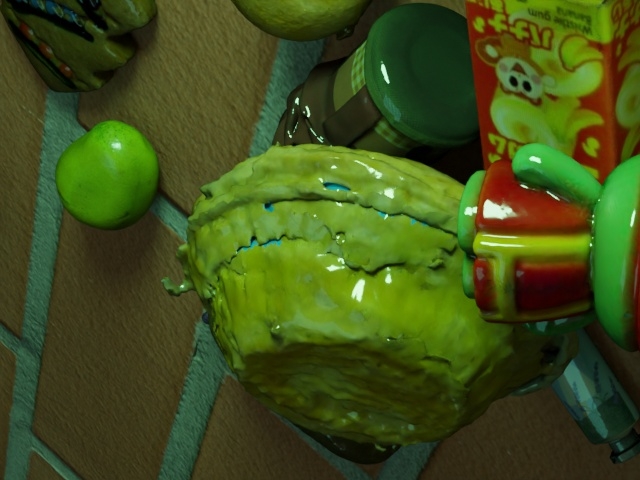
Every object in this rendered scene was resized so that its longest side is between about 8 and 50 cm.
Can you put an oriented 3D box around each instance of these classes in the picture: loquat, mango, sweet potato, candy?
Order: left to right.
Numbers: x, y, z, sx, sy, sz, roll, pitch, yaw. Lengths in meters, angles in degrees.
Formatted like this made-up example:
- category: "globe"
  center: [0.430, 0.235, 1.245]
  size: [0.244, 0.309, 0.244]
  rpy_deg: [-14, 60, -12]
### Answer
- category: "mango"
  center: [-0.241, -0.070, 2.083]
  size: [0.117, 0.089, 0.163]
  rpy_deg: [53, 148, -7]
- category: "sweet potato"
  center: [-0.029, 0.163, 2.056]
  size: [0.273, 0.075, 0.075]
  rpy_deg: [39, 149, -2]
- category: "loquat"
  center: [-0.017, -0.246, 1.570]
  size: [0.163, 0.137, 0.163]
  rpy_deg: [43, 165, 15]
- category: "candy"
  center: [0.202, -0.120, 1.485]
  size: [0.146, 0.088, 0.276]
  rpy_deg: [24, 142, 32]

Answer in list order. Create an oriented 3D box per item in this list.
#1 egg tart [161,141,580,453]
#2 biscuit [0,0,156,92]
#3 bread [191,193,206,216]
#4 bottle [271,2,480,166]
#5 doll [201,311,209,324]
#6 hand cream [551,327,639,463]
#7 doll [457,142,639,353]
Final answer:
- category: "egg tart"
  center: [0.039, 0.069, 1.640]
  size: [0.388, 0.169, 0.388]
  rpy_deg: [14, 151, 8]
- category: "biscuit"
  center: [-0.286, -0.259, 1.978]
  size: [0.278, 0.043, 0.301]
  rpy_deg: [35, 146, 22]
- category: "bread"
  center: [0.000, 0.000, 1.857]
  size: [0.305, 0.091, 0.142]
  rpy_deg: [8, 149, 47]
- category: "bottle"
  center: [0.048, -0.105, 1.648]
  size: [0.156, 0.143, 0.271]
  rpy_deg: [14, 154, -23]
- category: "doll"
  center: [-0.079, 0.076, 2.084]
  size: [0.115, 0.050, 0.190]
  rpy_deg: [28, 140, 14]
- category: "hand cream"
  center: [0.226, 0.096, 1.732]
  size: [0.256, 0.055, 0.088]
  rpy_deg: [58, 144, -2]
- category: "doll"
  center: [0.287, 0.012, 1.384]
  size: [0.363, 0.160, 0.182]
  rpy_deg: [0, 123, 9]
